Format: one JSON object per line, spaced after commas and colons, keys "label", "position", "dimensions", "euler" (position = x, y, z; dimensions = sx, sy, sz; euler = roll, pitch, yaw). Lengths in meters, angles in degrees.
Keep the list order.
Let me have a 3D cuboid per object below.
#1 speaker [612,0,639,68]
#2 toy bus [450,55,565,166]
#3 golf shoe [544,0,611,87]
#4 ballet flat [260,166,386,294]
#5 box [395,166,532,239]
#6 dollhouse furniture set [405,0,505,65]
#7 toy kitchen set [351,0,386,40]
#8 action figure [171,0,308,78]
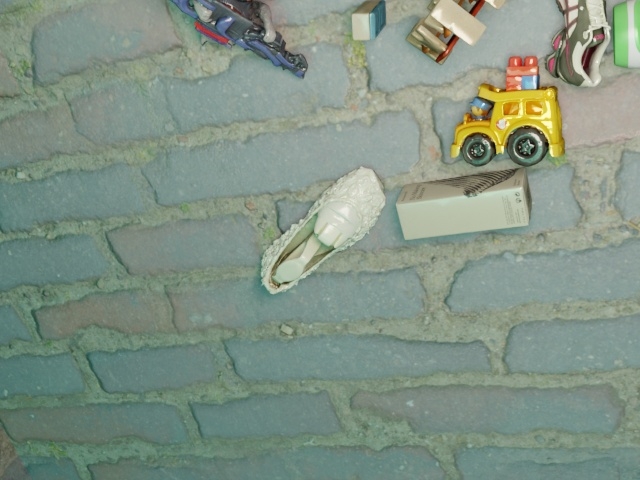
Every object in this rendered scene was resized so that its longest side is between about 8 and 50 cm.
{"label": "speaker", "position": [0.679, -0.379, 1.395], "dimensions": [0.296, 0.131, 0.131], "euler": [-1, 118, 19]}
{"label": "toy bus", "position": [0.371, -0.259, 1.568], "dimensions": [0.220, 0.149, 0.212], "euler": [0, 106, 21]}
{"label": "golf shoe", "position": [0.489, -0.414, 1.429], "dimensions": [0.105, 0.120, 0.273], "euler": [-13, 122, -12]}
{"label": "ballet flat", "position": [0.000, 0.000, 1.839], "dimensions": [0.147, 0.147, 0.409], "euler": [42, 122, -8]}
{"label": "box", "position": [0.311, -0.079, 1.702], "dimensions": [0.275, 0.113, 0.094], "euler": [-7, 116, 21]}
{"label": "dollhouse furniture set", "position": [0.291, -0.436, 1.431], "dimensions": [0.135, 0.262, 0.259], "euler": [35, 92, -6]}
{"label": "toy kitchen set", "position": [0.148, -0.501, 1.503], "dimensions": [0.166, 0.122, 0.207], "euler": [4, 120, 16]}
{"label": "action figure", "position": [-0.123, -0.497, 1.613], "dimensions": [0.341, 0.179, 0.330], "euler": [31, 136, -34]}
